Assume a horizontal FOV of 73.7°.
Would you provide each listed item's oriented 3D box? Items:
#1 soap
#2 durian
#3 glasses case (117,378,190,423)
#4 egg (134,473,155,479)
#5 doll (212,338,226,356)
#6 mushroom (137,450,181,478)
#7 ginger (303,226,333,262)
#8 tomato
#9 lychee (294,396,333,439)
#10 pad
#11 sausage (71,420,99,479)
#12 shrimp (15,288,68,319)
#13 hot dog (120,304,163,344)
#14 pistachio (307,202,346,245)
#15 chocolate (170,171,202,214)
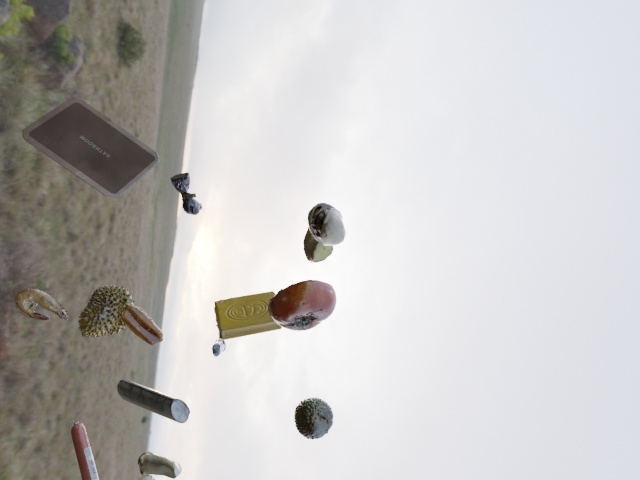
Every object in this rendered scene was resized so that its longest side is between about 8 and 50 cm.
[{"bbox_3d":[-0.367,0.373,2.154,0.096,0.325,0.204,105,-31,-45],"label":"soap"},{"bbox_3d":[-0.875,0.290,1.765,0.138,0.183,0.249,-49,-162,60],"label":"durian"},{"bbox_3d":[-0.599,0.568,1.519,0.060,0.299,0.114,-55,137,-40],"label":"glasses case"},{"bbox_3d":[-0.534,0.761,1.287,0.080,0.080,0.096,-131,-136,-65],"label":"egg"},{"bbox_3d":[-0.269,0.282,1.122,0.125,0.027,0.037,116,-31,-83],"label":"doll"},{"bbox_3d":[-0.548,0.777,1.472,0.209,0.071,0.084,-12,-83,34],"label":"mushroom"},{"bbox_3d":[0.000,0.000,1.825,0.152,0.138,0.267,-37,-151,32],"label":"ginger"},{"bbox_3d":[-0.051,0.230,1.419,0.236,0.237,0.095,117,-37,-45],"label":"tomato"},{"bbox_3d":[-0.033,0.685,1.658,0.171,0.171,0.171,-174,-90,-71],"label":"lychee"},{"bbox_3d":[-0.540,-0.225,1.020,0.176,0.266,0.002,-57,-177,-34],"label":"pad"},{"bbox_3d":[-0.489,0.488,0.900,0.223,0.029,0.029,60,-35,24],"label":"sausage"},{"bbox_3d":[-1.273,0.311,1.954,0.133,0.236,0.053,-55,-151,-12],"label":"shrimp"},{"bbox_3d":[-0.508,0.244,1.225,0.062,0.144,0.038,-48,-163,-24],"label":"hot dog"},{"bbox_3d":[0.025,-0.055,1.461,0.131,0.130,0.206,-61,158,-12],"label":"pistachio"},{"bbox_3d":[-0.425,-0.145,1.377,0.070,0.072,0.147,7,-50,40],"label":"chocolate"}]
